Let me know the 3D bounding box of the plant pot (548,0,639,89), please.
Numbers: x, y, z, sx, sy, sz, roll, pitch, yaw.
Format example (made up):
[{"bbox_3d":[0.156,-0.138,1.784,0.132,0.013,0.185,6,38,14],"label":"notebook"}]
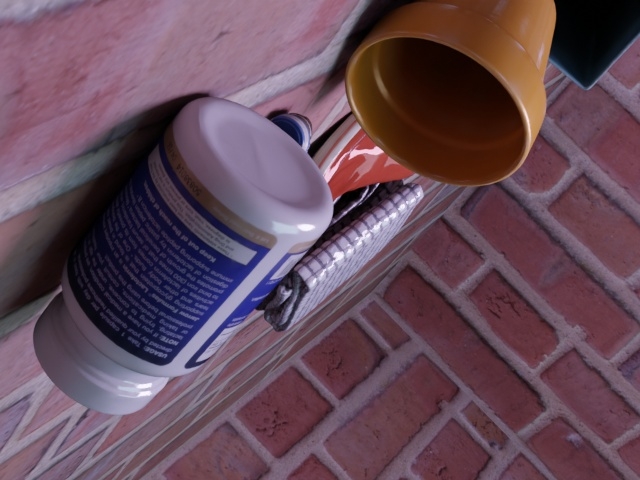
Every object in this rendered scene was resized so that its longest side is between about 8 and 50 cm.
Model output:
[{"bbox_3d":[0.332,-0.332,1.413,0.165,0.166,0.234,-49,-176,32],"label":"plant pot"}]

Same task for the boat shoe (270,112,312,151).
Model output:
[{"bbox_3d":[-0.063,-0.055,1.196,0.183,0.066,0.066,-48,173,24],"label":"boat shoe"}]

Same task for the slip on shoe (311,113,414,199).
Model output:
[{"bbox_3d":[0.080,-0.119,1.471,0.331,0.101,0.123,-38,172,-32],"label":"slip on shoe"}]

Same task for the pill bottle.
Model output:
[{"bbox_3d":[-0.124,0.020,0.968,0.264,0.153,0.153,-48,171,25],"label":"pill bottle"}]

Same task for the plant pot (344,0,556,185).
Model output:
[{"bbox_3d":[0.157,-0.194,1.206,0.188,0.205,0.205,-57,180,-32],"label":"plant pot"}]

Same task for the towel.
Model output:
[{"bbox_3d":[0.000,0.000,1.634,0.235,0.121,0.283,-40,173,-17],"label":"towel"}]
